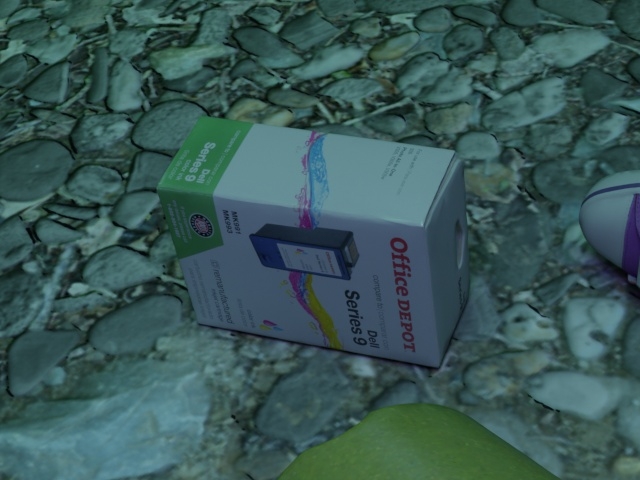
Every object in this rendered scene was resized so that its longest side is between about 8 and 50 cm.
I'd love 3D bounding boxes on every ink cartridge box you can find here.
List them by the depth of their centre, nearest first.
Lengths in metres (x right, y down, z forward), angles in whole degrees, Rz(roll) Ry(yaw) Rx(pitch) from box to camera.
[{"bbox_3d":[0.000,0.000,0.972,0.213,0.154,0.093,8,46,19],"label":"ink cartridge box"}]

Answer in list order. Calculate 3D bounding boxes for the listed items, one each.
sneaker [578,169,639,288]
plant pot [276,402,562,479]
[{"bbox_3d":[0.283,0.053,0.905,0.282,0.102,0.161,27,57,33],"label":"sneaker"},{"bbox_3d":[0.087,0.225,0.670,0.276,0.276,0.254,-26,33,-16],"label":"plant pot"}]
